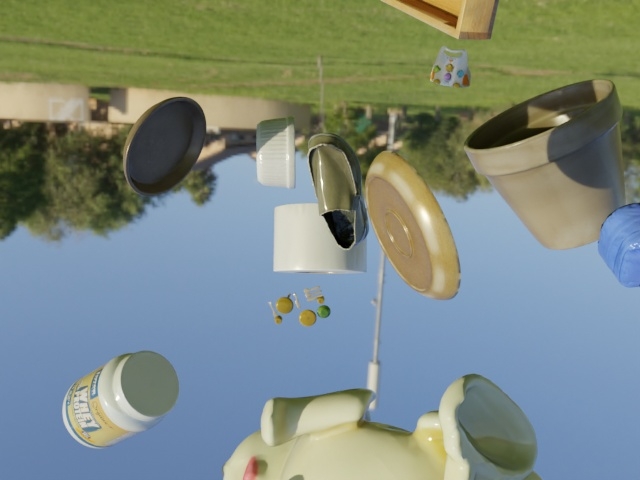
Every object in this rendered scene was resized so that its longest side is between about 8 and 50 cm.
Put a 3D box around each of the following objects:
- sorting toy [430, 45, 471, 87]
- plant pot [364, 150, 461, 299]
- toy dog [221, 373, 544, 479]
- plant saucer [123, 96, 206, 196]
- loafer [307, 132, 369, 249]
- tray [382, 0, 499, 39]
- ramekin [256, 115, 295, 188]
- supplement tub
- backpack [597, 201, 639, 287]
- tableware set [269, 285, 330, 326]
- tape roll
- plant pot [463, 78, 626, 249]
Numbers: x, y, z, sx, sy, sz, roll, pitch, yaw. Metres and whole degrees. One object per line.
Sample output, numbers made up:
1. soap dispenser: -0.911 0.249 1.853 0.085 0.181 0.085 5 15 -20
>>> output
1. sorting toy: 0.263 -0.351 1.517 0.083 0.075 0.045 14 -154 18
2. plant pot: 0.124 -0.015 1.094 0.032 0.236 0.236 -25 -160 -13
3. toy dog: 0.060 0.308 0.904 0.407 0.285 0.395 -6 162 41
4. plant saucer: -0.400 -0.243 1.918 0.041 0.278 0.278 31 -157 23
5. loafer: 0.037 -0.089 1.458 0.094 0.251 0.087 -12 -152 19
6. tray: 0.198 -0.525 1.389 0.076 0.203 0.411 -5 -150 -22
7. ramekin: -0.126 -0.249 2.145 0.109 0.207 0.207 -1 -168 -2
8. supplement tub: -0.366 0.291 1.383 0.199 0.144 0.144 -31 168 38
9. backpack: 0.380 0.003 0.838 0.120 0.098 0.101 -11 -138 -2
10. tableware set: -0.055 0.187 2.040 0.154 0.104 0.024 -19 -169 1
11. tape roll: 0.000 0.000 1.949 0.246 0.169 0.246 1 175 0
12. plant pot: 0.505 -0.144 1.597 0.323 0.280 0.323 -24 -164 8
